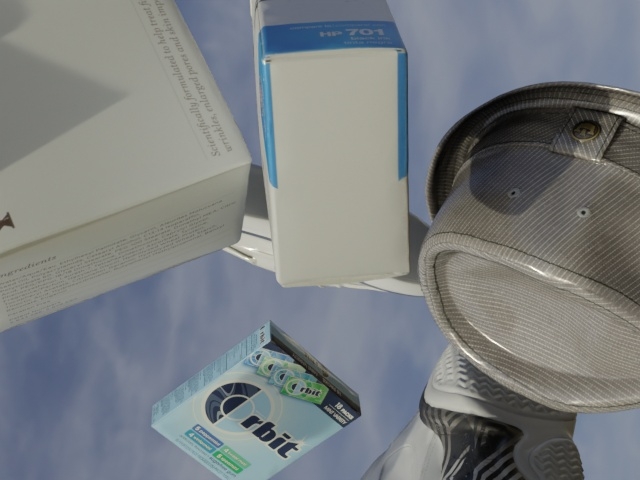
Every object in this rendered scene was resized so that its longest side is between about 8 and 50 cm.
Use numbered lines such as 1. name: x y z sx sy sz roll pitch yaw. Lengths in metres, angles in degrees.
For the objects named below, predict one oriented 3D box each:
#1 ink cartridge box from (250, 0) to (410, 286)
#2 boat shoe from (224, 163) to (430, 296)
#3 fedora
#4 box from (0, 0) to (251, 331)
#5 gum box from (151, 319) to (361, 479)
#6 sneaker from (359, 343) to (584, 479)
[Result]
1. ink cartridge box: 0.002 -0.081 0.765 0.191 0.082 0.140 -97 4 -61
2. boat shoe: 0.000 0.000 1.227 0.084 0.258 0.095 102 -166 -50
3. fedora: 0.173 0.027 0.825 0.124 0.275 0.244 -50 -28 -37
4. box: -0.162 -0.067 0.829 0.181 0.181 0.119 -21 -20 -15
5. gum box: -0.074 0.195 1.469 0.157 0.184 0.041 42 -157 -27
6. sneaker: 0.094 0.241 0.933 0.366 0.137 0.210 -74 11 -56
